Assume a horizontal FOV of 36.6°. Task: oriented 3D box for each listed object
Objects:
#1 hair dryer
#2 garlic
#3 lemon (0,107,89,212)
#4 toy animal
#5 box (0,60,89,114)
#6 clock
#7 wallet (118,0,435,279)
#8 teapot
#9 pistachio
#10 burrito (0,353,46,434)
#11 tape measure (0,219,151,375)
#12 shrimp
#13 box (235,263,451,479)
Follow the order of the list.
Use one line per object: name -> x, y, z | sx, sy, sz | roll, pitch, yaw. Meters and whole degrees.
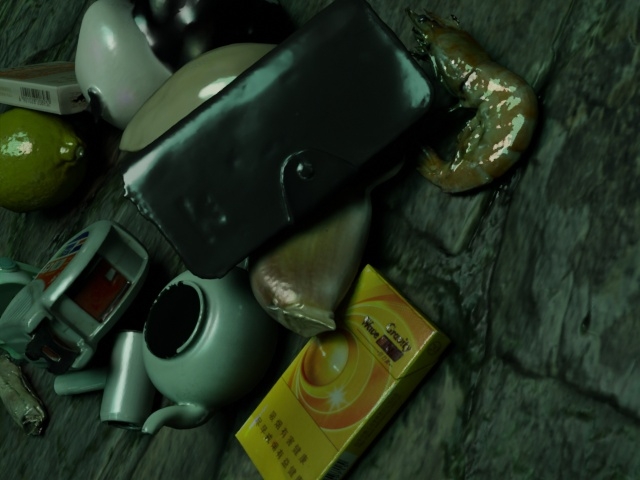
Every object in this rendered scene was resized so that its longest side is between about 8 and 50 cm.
hair dryer -> -0.324, 0.209, 1.401 | 0.236, 0.073, 0.131 | -13, 61, 41
garlic -> -0.001, -0.005, 1.201 | 0.148, 0.128, 0.266 | 17, 70, 14
lemon -> -0.498, -0.143, 1.675 | 0.248, 0.184, 0.184 | -14, 59, 37
toy animal -> -0.229, -0.298, 1.473 | 0.310, 0.251, 0.251 | -50, 44, 15
box -> -0.459, -0.275, 1.707 | 0.365, 0.205, 0.051 | 14, 115, 46
clock -> -0.510, 0.103, 1.541 | 0.148, 0.188, 0.060 | -53, 43, 9
wallet -> -0.052, -0.122, 1.167 | 0.377, 0.051, 0.197 | -37, 80, 0
teapot -> -0.149, 0.118, 1.244 | 0.193, 0.129, 0.294 | -9, 62, 38
pistachio -> -0.136, -0.155, 1.331 | 0.332, 0.207, 0.226 | -9, 21, 33
burrito -> -0.481, 0.245, 1.540 | 0.188, 0.045, 0.058 | 43, 129, 44
tape measure -> -0.352, 0.090, 1.406 | 0.246, 0.125, 0.243 | -52, 20, -24
shrimp -> 0.151, -0.174, 1.193 | 0.169, 0.058, 0.296 | -47, 48, 16
box -> 0.021, 0.174, 1.119 | 0.269, 0.043, 0.152 | -51, 43, 7
